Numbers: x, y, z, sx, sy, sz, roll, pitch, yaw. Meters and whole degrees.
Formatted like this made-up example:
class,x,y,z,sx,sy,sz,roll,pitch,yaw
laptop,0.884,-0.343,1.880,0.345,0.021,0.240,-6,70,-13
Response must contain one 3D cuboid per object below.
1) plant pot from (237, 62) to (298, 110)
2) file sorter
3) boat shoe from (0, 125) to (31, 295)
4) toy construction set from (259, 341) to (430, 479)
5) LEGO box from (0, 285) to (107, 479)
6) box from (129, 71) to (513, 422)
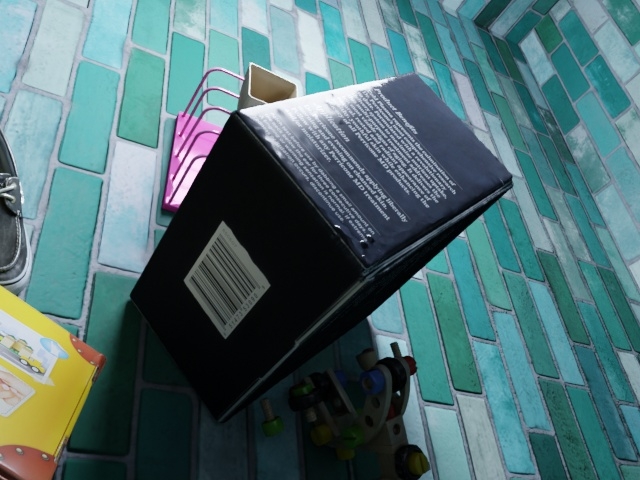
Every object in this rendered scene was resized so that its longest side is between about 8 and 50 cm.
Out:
class,x,y,z,sx,sy,sz,roll,pitch,yaw
plant pot,-0.115,-0.268,1.219,0.109,0.096,0.109,19,46,-26
file sorter,-0.196,-0.197,1.309,0.202,0.182,0.290,19,46,-25
boat shoe,-0.545,-0.070,0.981,0.121,0.119,0.335,-8,60,-41
toy construction set,0.093,0.332,1.097,0.309,0.258,0.237,-8,77,-67
LEGO box,-0.504,0.110,0.619,0.500,0.193,0.372,39,-1,-14
box,0.000,0.000,1.064,0.472,0.480,0.297,-25,72,-47
